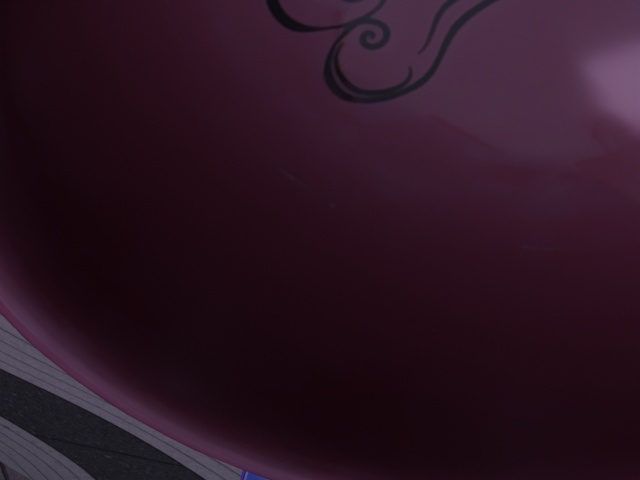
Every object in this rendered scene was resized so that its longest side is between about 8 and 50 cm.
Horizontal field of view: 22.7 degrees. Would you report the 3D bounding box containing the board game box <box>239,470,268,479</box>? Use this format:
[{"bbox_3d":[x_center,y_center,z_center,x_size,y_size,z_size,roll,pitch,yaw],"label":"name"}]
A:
[{"bbox_3d":[0.114,0.020,0.693,0.233,0.078,0.347,22,122,9],"label":"board game box"}]

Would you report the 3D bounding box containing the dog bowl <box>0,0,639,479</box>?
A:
[{"bbox_3d":[0.061,-0.074,0.443,0.408,0.150,0.408,2,137,2],"label":"dog bowl"}]
